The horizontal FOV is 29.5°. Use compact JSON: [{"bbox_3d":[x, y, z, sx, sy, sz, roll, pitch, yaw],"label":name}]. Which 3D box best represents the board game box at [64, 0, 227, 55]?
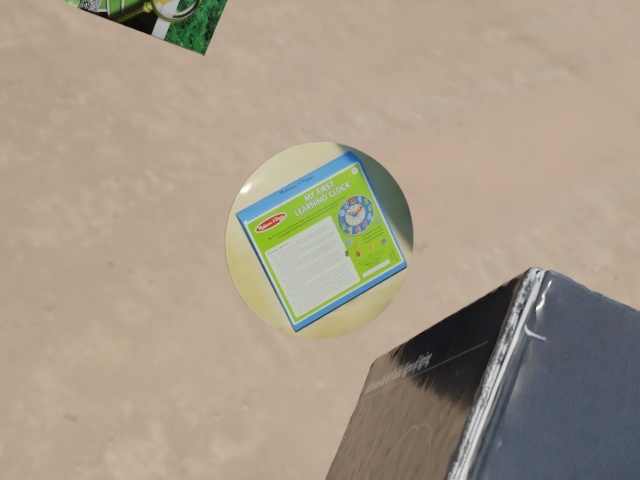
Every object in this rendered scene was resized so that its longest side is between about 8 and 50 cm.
[{"bbox_3d":[-0.097,-0.287,0.961,0.030,0.260,0.136,31,12,39],"label":"board game box"}]

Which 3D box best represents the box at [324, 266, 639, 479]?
[{"bbox_3d":[0.131,0.324,0.930,0.297,0.480,0.472,23,75,-4],"label":"box"}]

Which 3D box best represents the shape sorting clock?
[{"bbox_3d":[0.000,0.000,1.269,0.206,0.206,0.040,15,3,-21],"label":"shape sorting clock"}]
